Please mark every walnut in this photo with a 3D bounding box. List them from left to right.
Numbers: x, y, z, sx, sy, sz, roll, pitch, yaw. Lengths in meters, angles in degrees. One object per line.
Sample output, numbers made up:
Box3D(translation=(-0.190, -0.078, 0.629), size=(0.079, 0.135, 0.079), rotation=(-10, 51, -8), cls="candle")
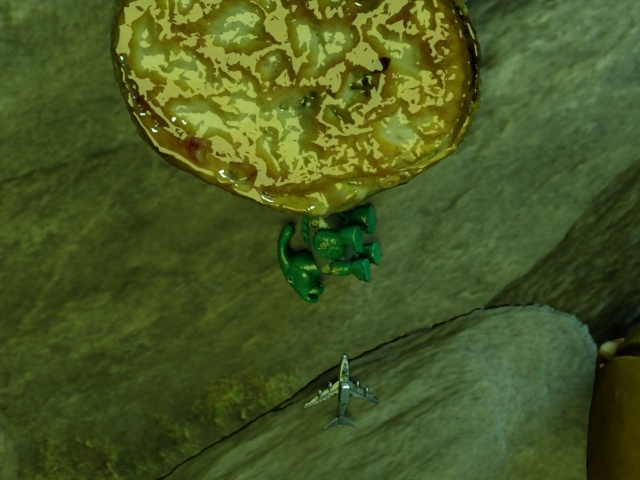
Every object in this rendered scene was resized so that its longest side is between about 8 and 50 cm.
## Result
Box3D(translation=(0.329, 0.200, 0.946), size=(0.209, 0.336, 0.209), rotation=(6, 141, 5), cls="walnut")

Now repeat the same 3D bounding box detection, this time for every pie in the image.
Box3D(translation=(-0.017, -0.169, 0.925), size=(0.315, 0.092, 0.315), rotation=(1, 113, 2), cls="pie")

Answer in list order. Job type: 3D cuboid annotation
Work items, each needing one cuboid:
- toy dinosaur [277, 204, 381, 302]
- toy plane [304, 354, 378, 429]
Box3D(translation=(0.000, 0.000, 1.028), size=(0.096, 0.059, 0.132), rotation=(-4, 117, 23), cls="toy dinosaur")
Box3D(translation=(0.022, 0.155, 1.118), size=(0.078, 0.024, 0.084), rotation=(-1, 118, -14), cls="toy plane")
